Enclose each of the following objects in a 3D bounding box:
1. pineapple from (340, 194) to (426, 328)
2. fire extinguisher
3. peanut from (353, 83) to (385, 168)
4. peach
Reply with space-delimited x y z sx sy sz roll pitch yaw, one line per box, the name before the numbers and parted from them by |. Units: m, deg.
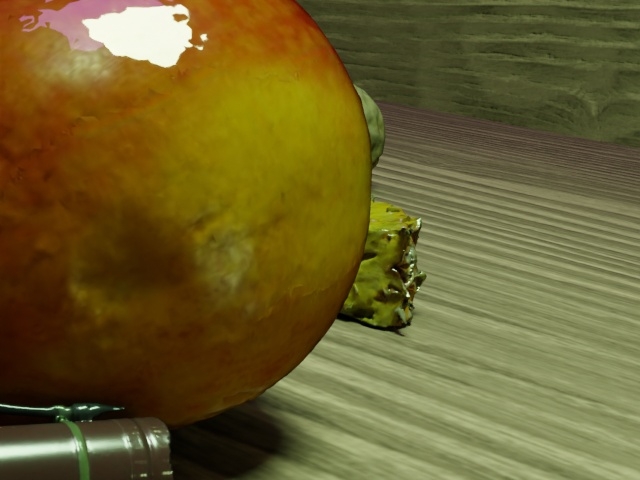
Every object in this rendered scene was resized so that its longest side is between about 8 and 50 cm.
pineapple | 0.000 0.001 0.950 0.233 0.080 0.135 14 10 31
fire extinguisher | -0.136 0.087 0.477 0.157 0.045 0.078 0 47 -30
peanut | -0.023 -0.118 1.423 0.159 0.143 0.291 51 25 23
peach | -0.117 -0.022 0.594 0.280 0.238 0.281 13 47 -14
